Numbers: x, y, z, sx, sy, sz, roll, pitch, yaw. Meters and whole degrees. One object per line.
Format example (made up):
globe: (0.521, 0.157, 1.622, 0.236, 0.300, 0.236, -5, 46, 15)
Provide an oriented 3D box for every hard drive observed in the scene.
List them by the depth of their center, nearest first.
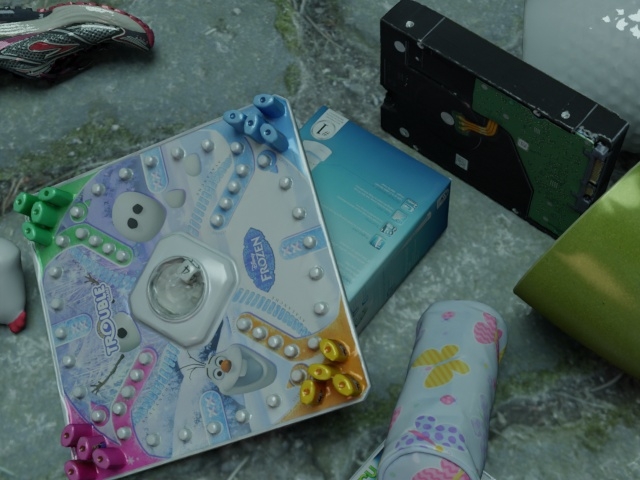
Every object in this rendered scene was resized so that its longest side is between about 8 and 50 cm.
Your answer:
hard drive: (0.227, -0.154, 1.257, 0.339, 0.237, 0.064, 36, 68, 23)

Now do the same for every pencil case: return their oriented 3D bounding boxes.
pencil case: (0.144, 0.186, 1.080, 0.114, 0.124, 0.273, -1, 32, 19)

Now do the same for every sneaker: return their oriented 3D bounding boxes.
sneaker: (-0.405, -0.299, 1.471, 0.299, 0.121, 0.112, -4, 89, 1)

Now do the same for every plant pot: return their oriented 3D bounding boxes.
plant pot: (0.423, 0.071, 1.091, 0.275, 0.275, 0.293, -38, 76, -17)

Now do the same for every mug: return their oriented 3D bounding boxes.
mug: (0.451, -0.274, 1.321, 0.328, 0.276, 0.374, 2, 29, 13)

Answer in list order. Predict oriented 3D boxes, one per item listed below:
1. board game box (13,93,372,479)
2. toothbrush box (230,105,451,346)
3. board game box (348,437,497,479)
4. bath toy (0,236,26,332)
board game box: (-0.173, 0.057, 1.147, 0.390, 0.050, 0.389, -20, 74, 14)
toothbrush box: (0.000, 0.000, 1.244, 0.216, 0.126, 0.295, 32, 67, 21)
board game box: (0.078, 0.362, 1.051, 0.193, 0.053, 0.305, 36, 62, 22)
bath toy: (-0.498, 0.113, 1.165, 0.151, 0.129, 0.348, -16, 13, 37)
